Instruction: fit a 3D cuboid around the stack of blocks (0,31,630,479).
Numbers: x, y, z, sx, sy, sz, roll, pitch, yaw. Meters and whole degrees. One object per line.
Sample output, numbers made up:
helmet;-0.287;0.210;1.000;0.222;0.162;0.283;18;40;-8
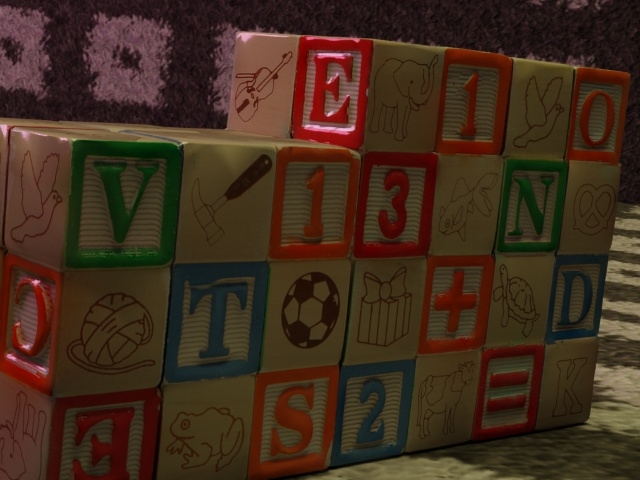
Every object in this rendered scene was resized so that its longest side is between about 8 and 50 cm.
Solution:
stack of blocks;0.000;0.000;0.519;0.297;0.171;0.087;-2;10;-41
